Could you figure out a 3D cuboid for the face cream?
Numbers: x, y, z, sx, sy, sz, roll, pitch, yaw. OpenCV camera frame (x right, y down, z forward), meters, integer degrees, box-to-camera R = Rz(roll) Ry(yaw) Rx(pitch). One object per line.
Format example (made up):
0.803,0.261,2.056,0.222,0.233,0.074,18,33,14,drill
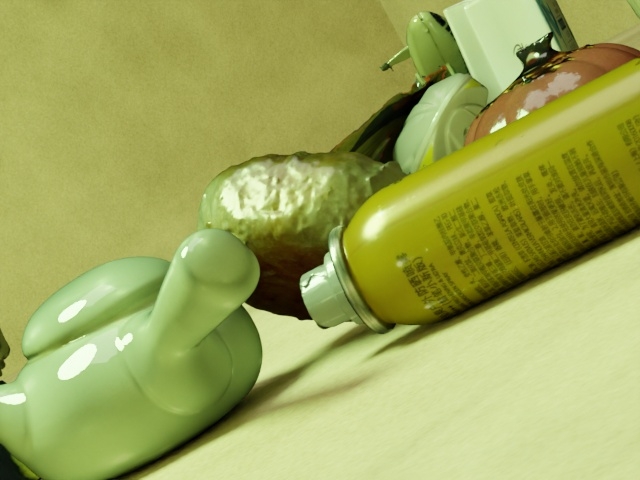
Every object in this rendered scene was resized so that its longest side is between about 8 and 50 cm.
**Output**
0.142,-0.029,1.210,0.349,0.105,0.105,-28,4,18,face cream

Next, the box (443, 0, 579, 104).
0.258,-0.225,2.185,0.116,0.203,0.274,-23,4,15,box

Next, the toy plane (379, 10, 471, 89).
0.161,-0.202,2.215,0.104,0.242,0.256,-37,-39,12,toy plane

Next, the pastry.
0.000,0.000,1.367,0.192,0.093,0.182,2,-26,16,pastry

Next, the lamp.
0.195,-0.091,1.401,0.182,0.140,0.182,-33,3,2,lamp

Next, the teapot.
-0.117,0.077,1.320,0.318,0.149,0.220,-27,5,33,teapot

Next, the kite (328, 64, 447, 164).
0.040,-0.073,2.067,0.327,0.013,0.377,-54,-14,28,kite

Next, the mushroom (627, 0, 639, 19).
0.479,-0.381,1.982,0.315,0.315,0.356,-25,17,42,mushroom

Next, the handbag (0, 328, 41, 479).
-0.356,0.109,1.459,0.122,0.303,0.329,-27,3,10,handbag

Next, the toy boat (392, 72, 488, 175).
0.152,-0.106,1.995,0.141,0.141,0.269,-29,2,-8,toy boat
